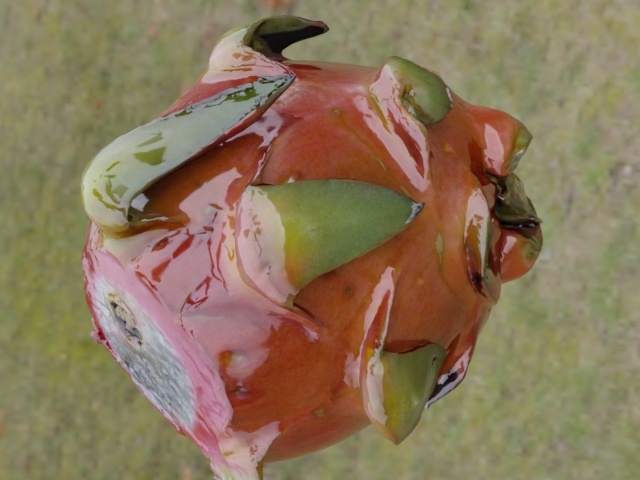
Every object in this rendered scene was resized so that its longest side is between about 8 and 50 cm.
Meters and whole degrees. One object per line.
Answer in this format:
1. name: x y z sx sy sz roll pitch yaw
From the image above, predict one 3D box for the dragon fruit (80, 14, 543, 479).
1. dragon fruit: -0.005 0.001 0.822 0.227 0.224 0.224 -43 17 -21
